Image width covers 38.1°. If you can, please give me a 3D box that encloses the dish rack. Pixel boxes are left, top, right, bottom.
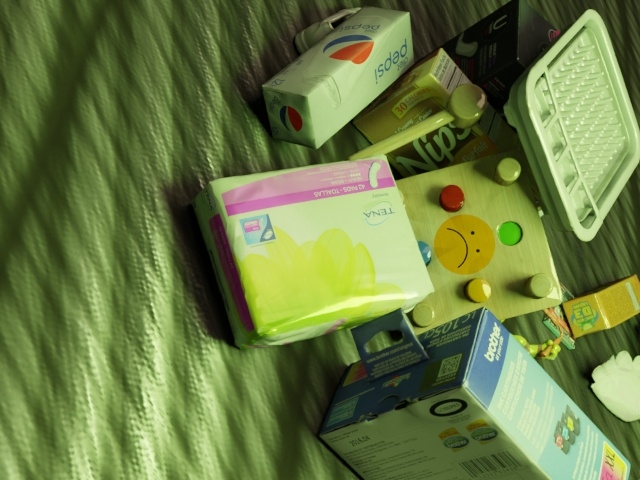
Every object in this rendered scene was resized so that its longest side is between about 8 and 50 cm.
[{"bbox_3d":[0.400,-0.184,1.473,0.333,0.072,0.286,-45,117,-41],"label":"dish rack"}]

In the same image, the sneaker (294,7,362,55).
[{"bbox_3d":[0.051,-0.365,1.592,0.080,0.094,0.212,56,42,-4],"label":"sneaker"}]

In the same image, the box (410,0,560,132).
[{"bbox_3d":[0.289,-0.276,1.647,0.143,0.270,0.165,32,50,-29],"label":"box"}]

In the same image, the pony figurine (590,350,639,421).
[{"bbox_3d":[0.722,0.274,1.822,0.351,0.302,0.363,56,26,-19],"label":"pony figurine"}]

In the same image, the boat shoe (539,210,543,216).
[{"bbox_3d":[0.386,-0.108,1.790,0.119,0.121,0.335,48,32,-3],"label":"boat shoe"}]

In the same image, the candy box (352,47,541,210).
[{"bbox_3d":[0.230,-0.154,1.589,0.316,0.183,0.088,44,43,-19],"label":"candy box"}]

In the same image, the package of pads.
[{"bbox_3d":[-0.004,0.015,1.278,0.296,0.101,0.229,-12,77,-30],"label":"package of pads"}]

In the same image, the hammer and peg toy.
[{"bbox_3d":[0.202,-0.041,1.452,0.127,0.265,0.361,54,21,-81],"label":"hammer and peg toy"}]

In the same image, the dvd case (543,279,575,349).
[{"bbox_3d":[0.470,0.141,1.799,0.087,0.013,0.119,43,46,-20],"label":"dvd case"}]

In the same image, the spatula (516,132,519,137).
[{"bbox_3d":[0.493,-0.148,1.962,0.296,0.030,0.084,40,45,-22],"label":"spatula"}]

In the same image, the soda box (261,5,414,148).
[{"bbox_3d":[0.034,-0.262,1.456,0.286,0.091,0.098,-44,138,-36],"label":"soda box"}]

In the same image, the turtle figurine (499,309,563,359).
[{"bbox_3d":[0.265,0.183,1.520,0.269,0.087,0.217,19,57,-11],"label":"turtle figurine"}]

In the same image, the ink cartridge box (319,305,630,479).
[{"bbox_3d":[0.191,0.265,1.262,0.395,0.270,0.151,45,42,-18],"label":"ink cartridge box"}]

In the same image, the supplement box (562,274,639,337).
[{"bbox_3d":[0.569,0.129,1.842,0.233,0.078,0.080,-15,83,-53],"label":"supplement box"}]
